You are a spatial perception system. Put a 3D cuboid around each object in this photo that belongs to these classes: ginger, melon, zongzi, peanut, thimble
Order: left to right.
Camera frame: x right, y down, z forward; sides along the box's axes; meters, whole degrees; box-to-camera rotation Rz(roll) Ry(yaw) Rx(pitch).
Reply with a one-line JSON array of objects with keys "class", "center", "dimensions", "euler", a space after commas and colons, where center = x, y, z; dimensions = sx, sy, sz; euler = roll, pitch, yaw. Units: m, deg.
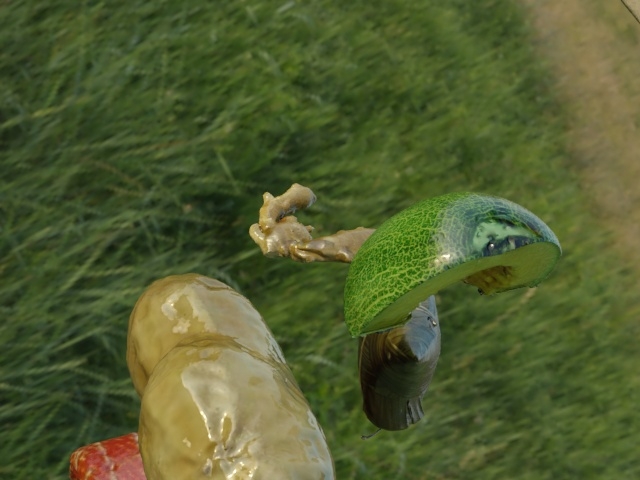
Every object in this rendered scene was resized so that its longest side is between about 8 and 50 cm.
[{"class": "thimble", "center": [-0.314, 0.517, 2.213], "dimensions": [0.350, 0.230, 0.350], "euler": [163, -90, -72]}, {"class": "peanut", "center": [-0.106, 0.170, 1.191], "dimensions": [0.192, 0.169, 0.387], "euler": [42, 10, -36]}, {"class": "ginger", "center": [0.000, 0.000, 1.599], "dimensions": [0.193, 0.176, 0.052], "euler": [56, -26, 36]}, {"class": "zongzi", "center": [0.103, 0.196, 1.596], "dimensions": [0.241, 0.111, 0.247], "euler": [-84, 178, -65]}, {"class": "melon", "center": [0.149, -0.001, 1.328], "dimensions": [0.265, 0.169, 0.129], "euler": [-12, 68, -26]}]

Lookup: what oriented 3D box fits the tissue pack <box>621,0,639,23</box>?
[{"class": "tissue pack", "center": [0.427, -0.260, 1.263], "dimensions": [0.325, 0.170, 0.071], "euler": [52, 25, 2]}]
